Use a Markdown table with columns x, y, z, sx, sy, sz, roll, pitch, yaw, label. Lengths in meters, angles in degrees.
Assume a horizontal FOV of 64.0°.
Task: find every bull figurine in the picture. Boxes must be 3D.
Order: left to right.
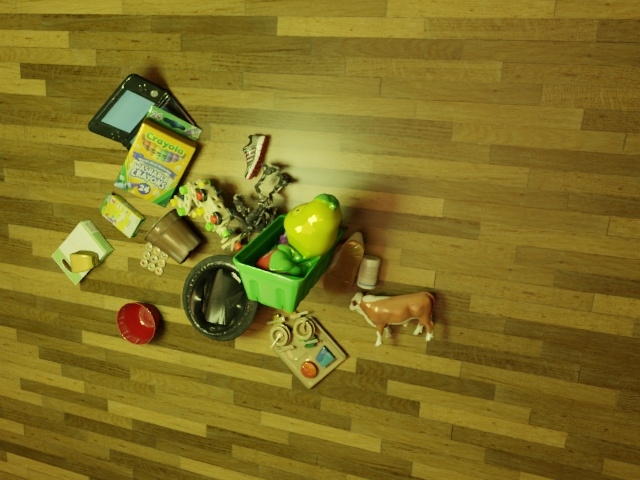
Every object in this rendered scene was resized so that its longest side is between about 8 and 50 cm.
| x | y | z | sx | sy | sz | roll | pitch | yaw | label |
| --- | --- | --- | --- | --- | --- | --- | --- | --- | --- |
| 0.251 | 0.262 | 1.791 | 0.310 | 0.101 | 0.189 | -9 | 103 | 21 | bull figurine |

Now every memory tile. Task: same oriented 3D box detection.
| x | y | z | sx | sy | sz | roll | pitch | yaw | label |
| --- | --- | --- | --- | --- | --- | --- | --- | --- | --- |
| -0.670 | 0.060 | 2.079 | 0.113 | 0.012 | 0.148 | 26 | 108 | 10 | memory tile |

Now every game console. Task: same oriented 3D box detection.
| x | y | z | sx | sy | sz | roll | pitch | yaw | label |
| --- | --- | --- | --- | --- | --- | --- | --- | --- | --- |
| -0.660 | -0.420 | 1.896 | 0.293 | 0.250 | 0.173 | -40 | 61 | 20 | game console |

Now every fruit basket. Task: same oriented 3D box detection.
| x | y | z | sx | sy | sz | roll | pitch | yaw | label |
| --- | --- | --- | --- | --- | --- | --- | --- | --- | --- |
| -0.076 | -0.001 | 1.648 | 0.282 | 0.392 | 0.393 | 16 | 106 | 18 | fruit basket |

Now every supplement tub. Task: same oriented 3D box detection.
| x | y | z | sx | sy | sz | roll | pitch | yaw | label |
| --- | --- | --- | --- | --- | --- | --- | --- | --- | --- |
| 0.169 | 0.111 | 1.798 | 0.070 | 0.071 | 0.107 | 14 | 106 | 14 | supplement tub |

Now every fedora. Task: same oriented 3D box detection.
| x | y | z | sx | sy | sz | roll | pitch | yaw | label |
| --- | --- | --- | --- | --- | --- | --- | --- | --- | --- |
| -0.356 | 0.205 | 1.937 | 0.333 | 0.152 | 0.335 | 2 | 99 | 15 | fedora |

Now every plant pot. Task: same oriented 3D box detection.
| x | y | z | sx | sy | sz | roll | pitch | yaw | label |
| --- | --- | --- | --- | --- | --- | --- | --- | --- | --- |
| -0.954 | 0.085 | 2.082 | 0.083 | 0.081 | 0.082 | -2 | 101 | 7 | plant pot |
| -0.553 | -0.006 | 1.958 | 0.165 | 0.167 | 0.167 | 44 | 110 | -4 | plant pot |

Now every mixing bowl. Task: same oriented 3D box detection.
| x | y | z | sx | sy | sz | roll | pitch | yaw | label |
| --- | --- | --- | --- | --- | --- | --- | --- | --- | --- |
| -0.734 | 0.327 | 2.110 | 0.181 | 0.098 | 0.182 | 4 | 103 | 16 | mixing bowl |

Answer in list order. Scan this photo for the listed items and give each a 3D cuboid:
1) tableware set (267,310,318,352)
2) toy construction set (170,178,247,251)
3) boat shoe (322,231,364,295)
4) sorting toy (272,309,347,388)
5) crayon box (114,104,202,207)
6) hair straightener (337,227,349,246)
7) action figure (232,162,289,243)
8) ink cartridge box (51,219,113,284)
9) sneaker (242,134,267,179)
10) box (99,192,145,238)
| x | y | z | sx | sy | sz | roll | pitch | yaw | label |
| --- | --- | --- | --- | --- | --- | --- | --- | --- | --- |
| -0.112 | 0.346 | 1.919 | 0.194 | 0.039 | 0.128 | -19 | 90 | 23 | tableware set |
| -0.406 | -0.093 | 1.875 | 0.327 | 0.151 | 0.215 | 45 | 137 | 3 | toy construction set |
| 0.091 | 0.085 | 1.808 | 0.098 | 0.096 | 0.277 | 27 | 129 | -2 | boat shoe |
| -0.077 | 0.396 | 1.951 | 0.229 | 0.041 | 0.307 | -43 | 87 | 20 | sorting toy |
| -0.599 | -0.305 | 1.893 | 0.203 | 0.083 | 0.323 | 25 | 111 | -22 | crayon box |
| 0.000 | 0.000 | 1.847 | 0.230 | 0.047 | 0.089 | -22 | 94 | 25 | hair straightener |
| -0.218 | -0.124 | 1.818 | 0.164 | 0.141 | 0.276 | 30 | 85 | -25 | action figure |
| -1.003 | 0.051 | 2.158 | 0.235 | 0.056 | 0.171 | -41 | 88 | 22 | ink cartridge box |
| -0.249 | -0.305 | 1.845 | 0.074 | 0.063 | 0.171 | 22 | 102 | 12 | sneaker |
| -0.804 | -0.105 | 2.070 | 0.179 | 0.043 | 0.105 | 39 | 110 | 4 | box |
